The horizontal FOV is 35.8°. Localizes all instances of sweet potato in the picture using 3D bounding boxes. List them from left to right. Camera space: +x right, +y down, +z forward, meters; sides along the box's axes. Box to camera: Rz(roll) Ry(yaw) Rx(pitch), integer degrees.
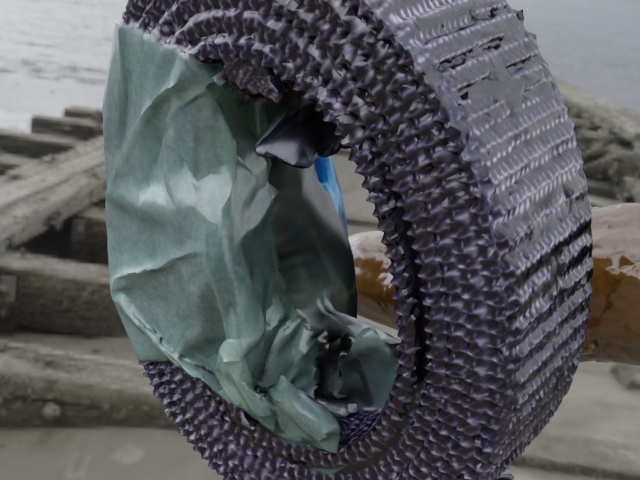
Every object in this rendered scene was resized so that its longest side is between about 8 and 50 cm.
[{"bbox_3d":[0.155,0.026,0.570,0.354,0.095,0.106,3,-6,21],"label":"sweet potato"}]

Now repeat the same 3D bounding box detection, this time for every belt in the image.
[{"bbox_3d":[0.000,0.000,0.500,0.260,0.325,0.122,10,28,38],"label":"belt"}]
